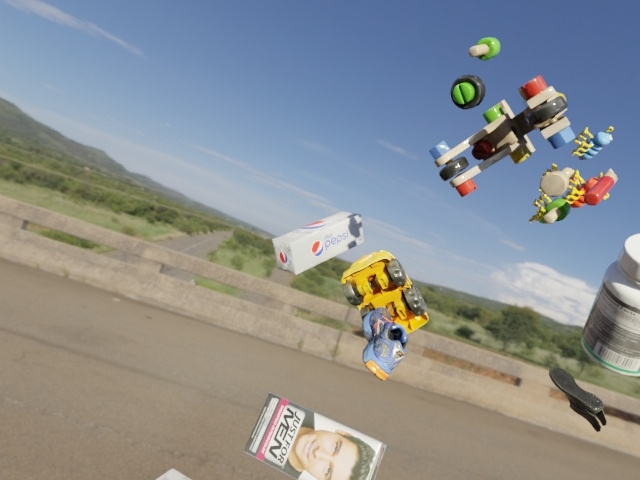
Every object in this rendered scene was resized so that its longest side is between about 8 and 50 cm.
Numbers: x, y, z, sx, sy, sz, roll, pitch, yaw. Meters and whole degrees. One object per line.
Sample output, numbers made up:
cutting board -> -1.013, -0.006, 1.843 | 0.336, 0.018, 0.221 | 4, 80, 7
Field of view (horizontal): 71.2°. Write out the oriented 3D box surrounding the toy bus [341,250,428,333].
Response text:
toy bus -> 0.158, 0.101, 1.125 | 0.220, 0.150, 0.211 | 55, 21, -23

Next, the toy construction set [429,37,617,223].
toy construction set -> 0.391, -0.185, 0.820 | 0.237, 0.257, 0.309 | -28, 62, -39

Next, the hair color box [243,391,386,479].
hair color box -> -0.017, 0.613, 1.320 | 0.375, 0.185, 0.113 | 15, -23, 24

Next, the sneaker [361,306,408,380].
sneaker -> 0.145, 0.203, 0.943 | 0.083, 0.087, 0.221 | 46, 18, -13

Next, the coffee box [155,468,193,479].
coffee box -> -0.263, 0.617, 0.936 | 0.247, 0.141, 0.098 | 19, 6, 20

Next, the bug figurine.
bug figurine -> 0.614, -0.145, 1.085 | 0.072, 0.279, 0.216 | 33, -35, 2

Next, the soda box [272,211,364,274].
soda box -> 0.000, 0.000, 1.336 | 0.286, 0.097, 0.091 | -24, 24, -37

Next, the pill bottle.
pill bottle -> 0.856, 0.174, 1.200 | 0.205, 0.360, 0.204 | -3, 35, 2

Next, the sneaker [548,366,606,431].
sneaker -> 0.666, 0.412, 1.164 | 0.170, 0.051, 0.089 | 41, -22, 35
